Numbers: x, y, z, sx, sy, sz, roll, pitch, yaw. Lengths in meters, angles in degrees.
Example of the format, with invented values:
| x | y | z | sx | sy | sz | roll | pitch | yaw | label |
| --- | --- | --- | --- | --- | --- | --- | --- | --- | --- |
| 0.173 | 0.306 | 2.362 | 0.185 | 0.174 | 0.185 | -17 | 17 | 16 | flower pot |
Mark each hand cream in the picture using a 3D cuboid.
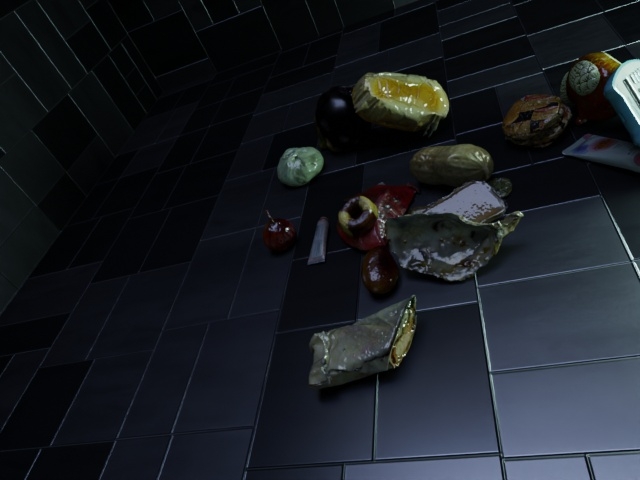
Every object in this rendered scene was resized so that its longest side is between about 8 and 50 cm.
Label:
| x | y | z | sx | sy | sz | roll | pitch | yaw | label |
| --- | --- | --- | --- | --- | --- | --- | --- | --- | --- |
| 0.000 | 0.000 | 1.836 | 0.067 | 0.043 | 0.210 | -11 | 45 | 24 | hand cream |
| 0.917 | -0.268 | 1.568 | 0.124 | 0.078 | 0.340 | -35 | 33 | -10 | hand cream |

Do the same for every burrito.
| x | y | z | sx | sy | sz | roll | pitch | yaw | label |
| --- | --- | --- | --- | --- | --- | --- | --- | --- | --- |
| 0.122 | 0.285 | 1.370 | 0.347 | 0.107 | 0.175 | -24 | 52 | 8 | burrito |

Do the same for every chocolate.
| x | y | z | sx | sy | sz | roll | pitch | yaw | label |
| --- | --- | --- | --- | --- | --- | --- | --- | --- | --- |
| 0.441 | -0.074 | 1.611 | 0.261 | 0.083 | 0.161 | -29 | 55 | 5 | chocolate |

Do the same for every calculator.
| x | y | z | sx | sy | sz | roll | pitch | yaw | label |
| --- | --- | --- | --- | --- | --- | --- | --- | --- | --- |
| 0.970 | -0.419 | 1.545 | 0.386 | 0.256 | 0.054 | -32 | 0 | -36 | calculator |

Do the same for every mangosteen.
| x | y | z | sx | sy | sz | roll | pitch | yaw | label |
| --- | --- | --- | --- | --- | --- | --- | --- | --- | --- |
| 0.082 | -0.521 | 2.260 | 0.302 | 0.274 | 0.275 | -49 | 23 | 35 | mangosteen |

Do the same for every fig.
| x | y | z | sx | sy | sz | roll | pitch | yaw | label |
| --- | --- | --- | --- | --- | --- | --- | --- | --- | --- |
| -0.151 | -0.037 | 1.902 | 0.128 | 0.151 | 0.128 | 8 | 15 | -2 | fig |

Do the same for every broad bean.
| x | y | z | sx | sy | sz | roll | pitch | yaw | label |
| --- | --- | --- | --- | --- | --- | --- | --- | --- | --- |
| 0.181 | 0.094 | 1.572 | 0.114 | 0.085 | 0.165 | -14 | 44 | 9 | broad bean |

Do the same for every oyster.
| x | y | z | sx | sy | sz | roll | pitch | yaw | label |
| --- | --- | --- | --- | --- | --- | --- | --- | --- | --- |
| 0.383 | 0.016 | 1.502 | 0.395 | 0.205 | 0.111 | 0 | 6 | 19 | oyster |

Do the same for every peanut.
| x | y | z | sx | sy | sz | roll | pitch | yaw | label |
| --- | --- | --- | --- | --- | --- | --- | --- | --- | --- |
| 0.440 | -0.261 | 1.768 | 0.291 | 0.159 | 0.143 | 9 | 79 | 39 | peanut |

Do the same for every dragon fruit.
| x | y | z | sx | sy | sz | roll | pitch | yaw | label |
| --- | --- | --- | --- | --- | --- | --- | --- | --- | --- |
| 0.166 | -0.105 | 1.814 | 0.281 | 0.100 | 0.344 | 0 | 43 | 38 | dragon fruit |

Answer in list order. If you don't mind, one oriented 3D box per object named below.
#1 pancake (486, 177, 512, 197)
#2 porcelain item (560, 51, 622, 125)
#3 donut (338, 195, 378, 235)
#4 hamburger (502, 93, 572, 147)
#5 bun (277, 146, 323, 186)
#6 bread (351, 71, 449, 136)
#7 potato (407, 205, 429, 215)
| x | y | z | sx | sy | sz | roll | pitch | yaw | label |
| --- | --- | --- | --- | --- | --- | --- | --- | --- | --- |
| 0.584 | -0.174 | 1.696 | 0.107 | 0.017 | 0.108 | -14 | 38 | 12 | pancake |
| 0.934 | -0.501 | 1.742 | 0.252 | 0.253 | 0.253 | -17 | 38 | 14 | porcelain item |
| 0.120 | -0.085 | 1.710 | 0.140 | 0.059 | 0.141 | -12 | 58 | 20 | donut |
| 0.756 | -0.429 | 1.803 | 0.230 | 0.106 | 0.231 | -27 | 42 | 27 | hamburger |
| -0.096 | -0.333 | 2.217 | 0.203 | 0.127 | 0.213 | 12 | 51 | 38 | bun |
| 0.322 | -0.566 | 2.089 | 0.388 | 0.183 | 0.236 | 13 | 68 | -12 | bread |
| 0.334 | -0.094 | 1.735 | 0.083 | 0.040 | 0.051 | -10 | 45 | 24 | potato |
